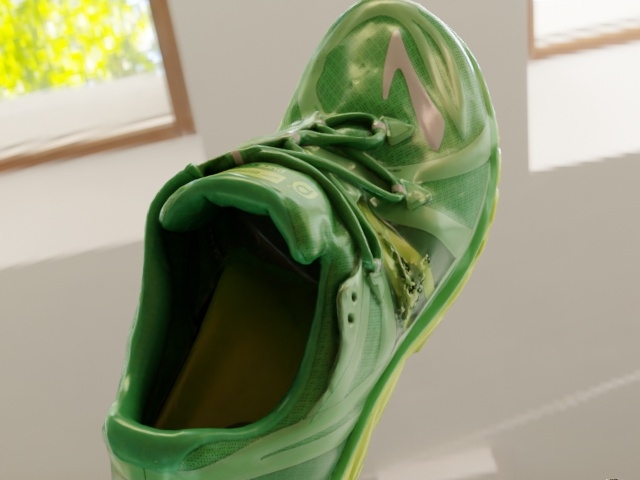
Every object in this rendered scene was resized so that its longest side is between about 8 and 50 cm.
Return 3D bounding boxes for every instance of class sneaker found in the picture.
[{"bbox_3d":[0.000,0.000,0.619,0.109,0.123,0.295,10,-125,19],"label":"sneaker"}]

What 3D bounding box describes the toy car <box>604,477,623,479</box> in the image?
[{"bbox_3d":[0.200,0.238,0.902,0.155,0.149,0.188,9,-109,20],"label":"toy car"}]
